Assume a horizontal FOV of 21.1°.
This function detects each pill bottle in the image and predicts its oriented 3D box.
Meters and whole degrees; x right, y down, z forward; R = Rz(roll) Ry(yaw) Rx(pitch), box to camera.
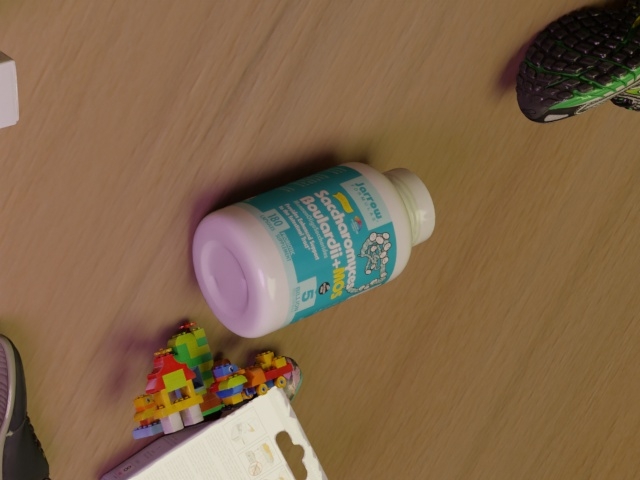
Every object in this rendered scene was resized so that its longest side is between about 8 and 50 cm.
[{"bbox_3d":[0.000,0.000,1.912,0.264,0.146,0.146,-23,132,-32],"label":"pill bottle"}]

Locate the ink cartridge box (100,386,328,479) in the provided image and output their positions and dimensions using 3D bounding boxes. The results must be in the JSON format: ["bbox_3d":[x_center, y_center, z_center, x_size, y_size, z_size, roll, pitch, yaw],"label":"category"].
[{"bbox_3d":[-0.117,0.298,2.029,0.232,0.066,0.189,-34,113,-20],"label":"ink cartridge box"}]

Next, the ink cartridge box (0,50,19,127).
[{"bbox_3d":[-0.343,-0.141,1.469,0.109,0.150,0.063,-20,127,-33],"label":"ink cartridge box"}]

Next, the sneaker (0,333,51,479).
[{"bbox_3d":[-0.335,0.193,1.800,0.118,0.083,0.222,-26,127,-66],"label":"sneaker"}]

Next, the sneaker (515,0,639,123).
[{"bbox_3d":[0.381,-0.209,2.137,0.343,0.134,0.146,-24,134,-31],"label":"sneaker"}]

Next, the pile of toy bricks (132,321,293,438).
[{"bbox_3d":[-0.140,0.144,1.927,0.212,0.118,0.105,-17,90,-48],"label":"pile of toy bricks"}]

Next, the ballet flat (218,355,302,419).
[{"bbox_3d":[-0.094,0.235,2.061,0.079,0.077,0.222,12,107,-34],"label":"ballet flat"}]
